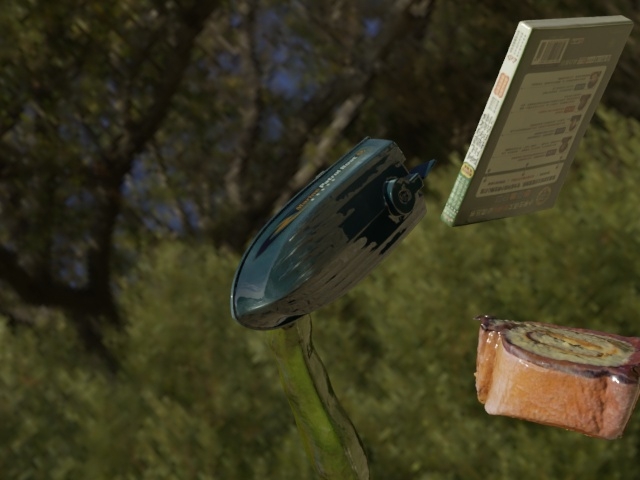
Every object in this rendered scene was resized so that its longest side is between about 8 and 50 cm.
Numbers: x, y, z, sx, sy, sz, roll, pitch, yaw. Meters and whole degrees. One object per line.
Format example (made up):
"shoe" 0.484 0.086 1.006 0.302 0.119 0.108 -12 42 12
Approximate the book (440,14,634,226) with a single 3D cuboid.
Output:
"book" 0.257 -0.142 1.882 0.202 0.027 0.264 -12 -49 -45

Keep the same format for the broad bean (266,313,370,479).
"broad bean" -0.005 0.155 1.595 0.067 0.075 0.325 -51 -45 -39

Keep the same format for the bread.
"bread" 0.310 0.175 2.081 0.190 0.244 0.123 -27 -53 -62

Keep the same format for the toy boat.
"toy boat" 0.000 0.000 1.392 0.246 0.103 0.093 -43 -66 -39
